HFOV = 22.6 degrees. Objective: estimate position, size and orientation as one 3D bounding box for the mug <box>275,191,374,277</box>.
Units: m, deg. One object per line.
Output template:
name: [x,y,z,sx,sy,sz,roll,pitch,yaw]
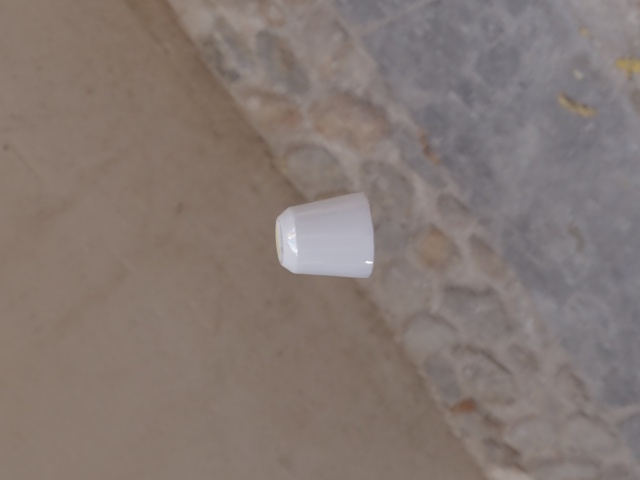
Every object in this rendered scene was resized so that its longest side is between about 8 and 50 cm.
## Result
mug: [0.001,0.002,1.156,0.064,0.062,0.078,-5,151,-11]
